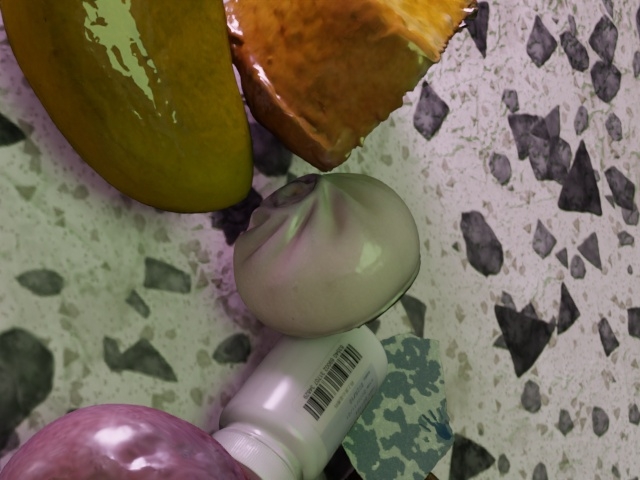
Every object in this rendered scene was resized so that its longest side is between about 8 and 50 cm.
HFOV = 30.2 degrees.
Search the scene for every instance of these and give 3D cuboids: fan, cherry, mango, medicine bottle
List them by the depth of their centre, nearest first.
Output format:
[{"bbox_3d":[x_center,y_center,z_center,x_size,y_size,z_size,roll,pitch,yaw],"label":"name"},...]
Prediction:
[{"bbox_3d":[-0.133,0.241,0.869,0.206,0.239,0.239,-36,107,-10],"label":"cherry"},{"bbox_3d":[-0.164,-0.174,0.979,0.195,0.142,0.331,-19,96,-40],"label":"mango"},{"bbox_3d":[-0.024,0.153,1.054,0.102,0.103,0.186,54,49,-19],"label":"medicine bottle"},{"bbox_3d":[0.075,0.164,1.161,0.131,0.009,0.240,31,39,-6],"label":"fan"}]

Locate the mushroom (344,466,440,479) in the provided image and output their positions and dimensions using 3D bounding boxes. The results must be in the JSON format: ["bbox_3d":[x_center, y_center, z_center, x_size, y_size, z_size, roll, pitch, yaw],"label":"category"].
[{"bbox_3d":[0.071,0.266,1.130,0.126,0.085,0.109,51,30,-3],"label":"mushroom"}]

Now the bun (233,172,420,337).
[{"bbox_3d":[0.000,0.000,1.062,0.173,0.173,0.119,-50,129,-38],"label":"bun"}]

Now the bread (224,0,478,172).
[{"bbox_3d":[0.023,-0.211,1.101,0.179,0.194,0.340,43,32,-6],"label":"bread"}]
